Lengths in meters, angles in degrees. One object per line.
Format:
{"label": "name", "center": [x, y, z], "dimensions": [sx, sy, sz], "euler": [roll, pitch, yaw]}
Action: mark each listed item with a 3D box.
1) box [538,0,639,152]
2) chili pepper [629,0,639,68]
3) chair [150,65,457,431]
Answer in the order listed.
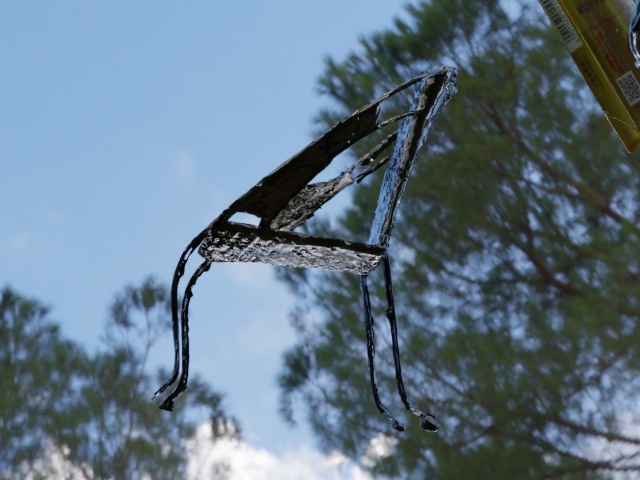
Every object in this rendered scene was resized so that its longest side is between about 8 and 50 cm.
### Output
{"label": "box", "center": [0.234, -0.154, 0.979], "dimensions": [0.089, 0.022, 0.156], "euler": [-34, -88, -37]}
{"label": "chili pepper", "center": [0.184, -0.167, 0.607], "dimensions": [0.050, 0.073, 0.182], "euler": [2, -68, -10]}
{"label": "chair", "center": [0.000, 0.000, 0.685], "dimensions": [0.149, 0.174, 0.213], "euler": [11, -101, -2]}
